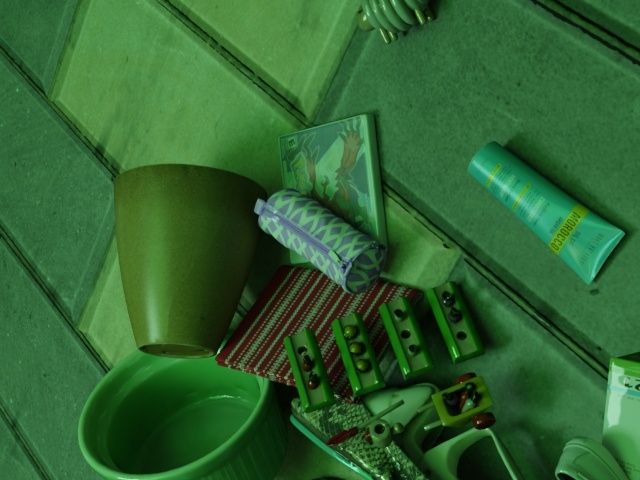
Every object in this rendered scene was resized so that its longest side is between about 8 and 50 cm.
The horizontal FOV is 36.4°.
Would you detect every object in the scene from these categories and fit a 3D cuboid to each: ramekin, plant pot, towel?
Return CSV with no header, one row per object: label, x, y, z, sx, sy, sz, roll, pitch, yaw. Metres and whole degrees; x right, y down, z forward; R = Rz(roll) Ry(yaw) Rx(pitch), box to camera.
ramekin,-0.196,0.287,1.475,0.303,0.303,0.148,17,139,41
plant pot,-0.207,0.043,1.471,0.237,0.237,0.254,-13,66,43
towel,-0.007,0.127,1.395,0.275,0.031,0.199,9,54,41

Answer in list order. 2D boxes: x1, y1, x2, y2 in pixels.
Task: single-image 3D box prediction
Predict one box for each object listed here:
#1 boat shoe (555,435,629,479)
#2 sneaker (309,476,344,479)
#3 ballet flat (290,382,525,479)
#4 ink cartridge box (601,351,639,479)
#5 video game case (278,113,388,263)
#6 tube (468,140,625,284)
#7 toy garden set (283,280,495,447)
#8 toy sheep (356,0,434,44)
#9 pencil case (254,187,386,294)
boat shoe,0.320,0.296,1.047,0.184,0.063,0.066,53,147,-10
sneaker,0.036,0.391,1.428,0.152,0.054,0.061,13,103,41
ballet flat,0.151,0.299,1.250,0.182,0.164,0.483,-55,46,6
ink cartridge box,0.405,0.263,1.047,0.189,0.097,0.255,9,97,42
video game case,0.015,-0.072,1.447,0.183,0.023,0.201,-9,86,43
tube,0.273,-0.041,1.196,0.207,0.052,0.080,44,129,26
toy garden set,0.091,0.168,1.237,0.244,0.049,0.204,-19,56,0
toy sheep,0.105,-0.321,1.314,0.132,0.091,0.091,-24,75,27
pencil case,0.000,0.000,1.390,0.206,0.088,0.086,34,116,38
